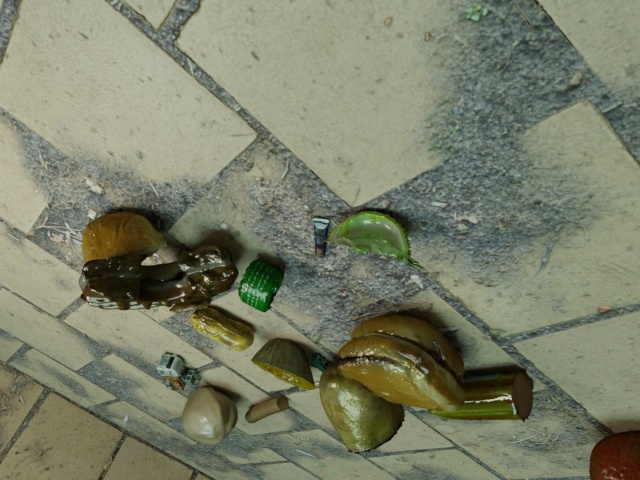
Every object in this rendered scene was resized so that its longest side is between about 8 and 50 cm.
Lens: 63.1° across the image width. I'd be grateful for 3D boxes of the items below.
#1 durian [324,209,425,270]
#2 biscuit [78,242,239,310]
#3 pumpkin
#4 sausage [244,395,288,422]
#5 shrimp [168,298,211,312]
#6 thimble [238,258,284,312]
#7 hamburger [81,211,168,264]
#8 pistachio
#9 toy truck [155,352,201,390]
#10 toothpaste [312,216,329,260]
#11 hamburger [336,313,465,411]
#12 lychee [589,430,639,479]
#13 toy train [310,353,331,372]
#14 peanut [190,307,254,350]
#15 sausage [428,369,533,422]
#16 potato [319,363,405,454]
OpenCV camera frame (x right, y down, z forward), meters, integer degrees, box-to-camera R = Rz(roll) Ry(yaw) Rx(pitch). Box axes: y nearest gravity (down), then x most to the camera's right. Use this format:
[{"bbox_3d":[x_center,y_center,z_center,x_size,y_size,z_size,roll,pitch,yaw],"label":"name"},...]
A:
[{"bbox_3d":[0.119,0.003,1.065,0.215,0.100,0.086,14,144,21],"label":"durian"},{"bbox_3d":[-0.398,0.100,1.301,0.366,0.115,0.268,-6,164,-17],"label":"biscuit"},{"bbox_3d":[-0.104,0.376,1.617,0.217,0.110,0.217,15,153,8],"label":"pumpkin"},{"bbox_3d":[-0.217,0.658,2.026,0.066,0.066,0.301,34,138,-14],"label":"sausage"},{"bbox_3d":[-0.382,0.179,1.496,0.115,0.051,0.217,-8,-179,-25],"label":"shrimp"},{"bbox_3d":[-0.149,0.114,1.314,0.090,0.118,0.130,24,121,4],"label":"thimble"},{"bbox_3d":[-0.503,-0.005,1.321,0.207,0.135,0.155,-15,87,35],"label":"hamburger"},{"bbox_3d":[-0.453,0.694,2.080,0.332,0.208,0.226,-22,81,58],"label":"pistachio"},{"bbox_3d":[-0.542,0.505,1.987,0.115,0.080,0.178,3,139,16],"label":"toy truck"},{"bbox_3d":[0.000,0.000,1.185,0.037,0.021,0.140,10,137,8],"label":"toothpaste"},{"bbox_3d":[0.208,0.320,1.333,0.284,0.174,0.304,-14,129,39],"label":"hamburger"},{"bbox_3d":[0.818,0.620,1.337,0.255,0.255,0.300,30,109,-9],"label":"lychee"},{"bbox_3d":[0.009,0.388,1.613,0.092,0.045,0.029,43,139,-20],"label":"toy train"},{"bbox_3d":[-0.298,0.268,1.590,0.206,0.087,0.087,28,141,-10],"label":"peanut"},{"bbox_3d":[0.406,0.429,1.405,0.317,0.125,0.117,-21,124,41],"label":"sausage"},{"bbox_3d":[0.106,0.470,1.560,0.229,0.229,0.266,-10,116,34],"label":"potato"}]
